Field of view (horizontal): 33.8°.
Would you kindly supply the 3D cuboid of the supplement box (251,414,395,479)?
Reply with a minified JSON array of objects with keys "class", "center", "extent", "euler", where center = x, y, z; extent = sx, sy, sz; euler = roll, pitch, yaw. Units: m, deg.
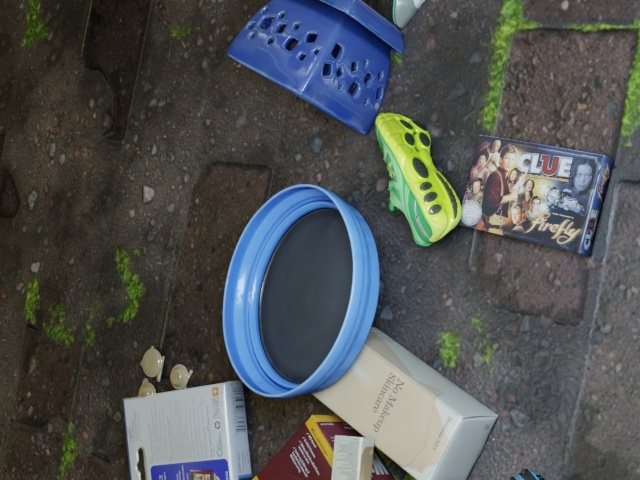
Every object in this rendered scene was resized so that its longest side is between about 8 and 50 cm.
[{"class":"supplement box","center":[0.012,0.452,1.917],"extent":[0.194,0.129,0.191],"euler":[-50,55,23]}]

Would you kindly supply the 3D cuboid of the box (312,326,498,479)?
[{"class":"box","center":[0.139,0.284,1.843],"extent":[0.311,0.121,0.148],"euler":[32,104,39]}]

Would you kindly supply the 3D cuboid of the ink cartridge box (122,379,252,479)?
[{"class":"ink cartridge box","center":[-0.274,0.459,2.191],"extent":[0.307,0.072,0.303],"euler":[-14,79,39]}]

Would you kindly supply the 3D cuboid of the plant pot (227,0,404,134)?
[{"class":"plant pot","center":[0.004,-0.366,2.000],"extent":[0.236,0.236,0.212],"euler":[35,98,38]}]

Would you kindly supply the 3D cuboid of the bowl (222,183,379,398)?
[{"class":"bowl","center":[-0.039,0.094,1.919],"extent":[0.391,0.077,0.391],"euler":[-21,62,47]}]

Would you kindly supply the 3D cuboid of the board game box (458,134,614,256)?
[{"class":"board game box","center":[0.357,-0.080,1.773],"extent":[0.243,0.042,0.165],"euler":[15,92,40]}]

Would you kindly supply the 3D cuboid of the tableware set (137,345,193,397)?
[{"class":"tableware set","center":[-0.349,0.321,2.314],"extent":[0.169,0.020,0.141],"euler":[27,102,38]}]

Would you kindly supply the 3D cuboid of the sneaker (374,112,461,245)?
[{"class":"sneaker","center":[0.152,-0.116,1.901],"extent":[0.123,0.109,0.295],"euler":[-55,40,40]}]

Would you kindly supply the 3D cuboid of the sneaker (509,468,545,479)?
[{"class":"sneaker","center":[0.306,0.442,1.703],"extent":[0.341,0.125,0.139],"euler":[2,62,39]}]

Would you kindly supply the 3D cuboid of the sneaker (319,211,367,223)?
[{"class":"sneaker","center":[0.000,0.000,2.043],"extent":[0.229,0.086,0.132],"euler":[19,100,50]}]

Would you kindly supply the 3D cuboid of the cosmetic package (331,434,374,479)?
[{"class":"cosmetic package","center":[0.053,0.390,1.783],"extent":[0.060,0.041,0.115],"euler":[-1,77,36]}]

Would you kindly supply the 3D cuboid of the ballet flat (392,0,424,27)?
[{"class":"ballet flat","center":[0.186,-0.502,1.971],"extent":[0.068,0.072,0.213],"euler":[11,91,30]}]
